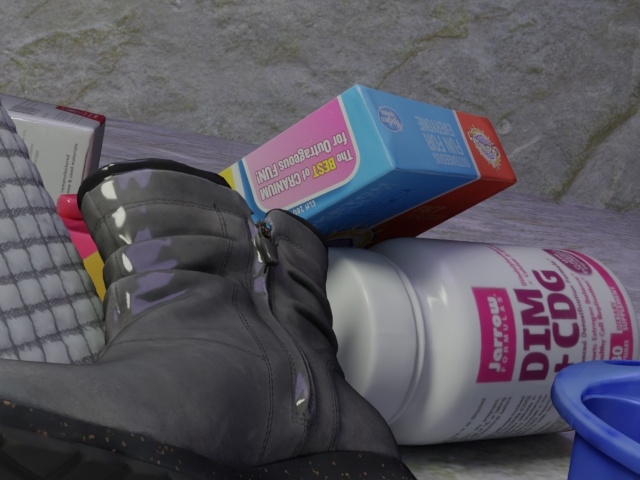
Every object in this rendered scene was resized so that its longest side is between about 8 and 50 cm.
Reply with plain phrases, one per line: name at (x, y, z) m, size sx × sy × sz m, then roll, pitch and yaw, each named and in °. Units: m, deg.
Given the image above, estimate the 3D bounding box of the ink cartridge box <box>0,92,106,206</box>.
ink cartridge box at (-0.456, -0.131, 1.306) m, size 0.306 × 0.131 × 0.226 m, roll 9°, pitch 11°, yaw -9°

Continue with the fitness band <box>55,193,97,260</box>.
fitness band at (-0.196, -0.004, 1.172) m, size 0.209 × 0.054 × 0.291 m, roll 20°, pitch 14°, yaw 24°

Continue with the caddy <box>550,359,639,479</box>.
caddy at (0.282, 0.159, 0.513) m, size 0.341 × 0.179 × 0.241 m, roll 17°, pitch 10°, yaw 22°

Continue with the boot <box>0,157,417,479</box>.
boot at (-0.088, 0.050, 0.462) m, size 0.338 × 0.118 × 0.223 m, roll 30°, pitch 31°, yaw -53°

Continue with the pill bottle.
pill bottle at (0.107, 0.079, 0.775) m, size 0.283 × 0.160 × 0.160 m, roll 3°, pitch 14°, yaw -37°

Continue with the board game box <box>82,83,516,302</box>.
board game box at (-0.028, -0.006, 0.783) m, size 0.316 × 0.064 × 0.242 m, roll -29°, pitch -14°, yaw 28°

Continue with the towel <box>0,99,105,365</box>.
towel at (-0.229, 0.033, 0.439) m, size 0.121 × 0.235 × 0.283 m, roll -26°, pitch -2°, yaw 23°
